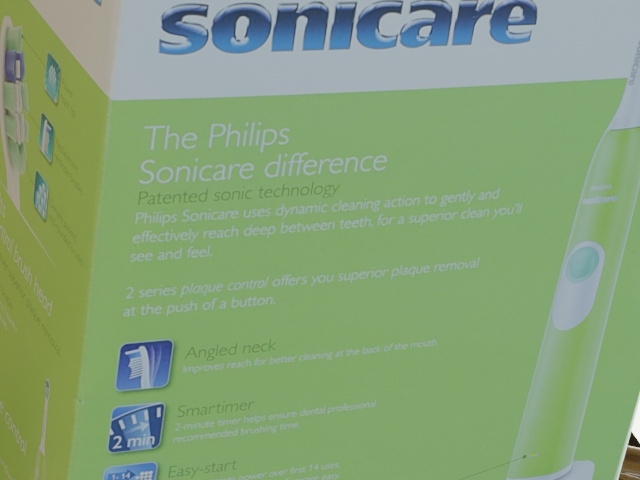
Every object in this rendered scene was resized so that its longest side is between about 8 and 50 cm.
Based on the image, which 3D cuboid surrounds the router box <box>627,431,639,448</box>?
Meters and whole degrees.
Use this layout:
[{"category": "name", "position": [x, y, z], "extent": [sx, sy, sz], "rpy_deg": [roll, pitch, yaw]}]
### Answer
[{"category": "router box", "position": [0.231, 0.227, 1.458], "extent": [0.046, 0.133, 0.179], "rpy_deg": [-17, 133, -13]}]

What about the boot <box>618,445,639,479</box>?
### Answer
[{"category": "boot", "position": [0.099, 0.149, 1.086], "extent": [0.305, 0.112, 0.115], "rpy_deg": [-3, 166, 44]}]

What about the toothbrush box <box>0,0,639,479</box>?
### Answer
[{"category": "toothbrush box", "position": [0.000, 0.000, 0.601], "extent": [0.206, 0.283, 0.122], "rpy_deg": [-6, -147, -26]}]
